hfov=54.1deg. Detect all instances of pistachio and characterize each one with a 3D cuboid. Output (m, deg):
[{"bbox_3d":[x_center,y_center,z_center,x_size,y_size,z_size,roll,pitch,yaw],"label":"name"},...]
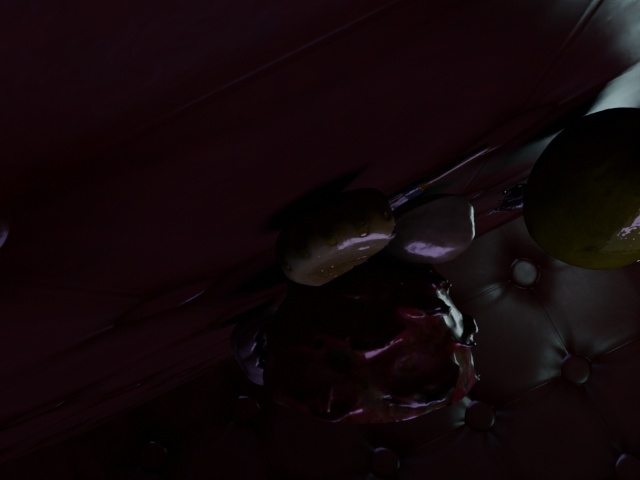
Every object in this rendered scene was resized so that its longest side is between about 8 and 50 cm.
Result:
[{"bbox_3d":[0.165,-0.018,0.991,0.185,0.108,0.126,-14,142,-26],"label":"pistachio"}]

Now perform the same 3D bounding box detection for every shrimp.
[{"bbox_3d":[0.467,-0.104,1.499,0.165,0.065,0.057,-23,140,13],"label":"shrimp"}]

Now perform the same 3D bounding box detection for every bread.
[{"bbox_3d":[0.000,0.000,0.680,0.094,0.083,0.157,-17,166,-32],"label":"bread"}]

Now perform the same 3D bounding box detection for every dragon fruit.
[{"bbox_3d":[0.077,0.130,1.050,0.370,0.249,0.386,4,-165,25],"label":"dragon fruit"}]

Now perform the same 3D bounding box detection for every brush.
[{"bbox_3d":[0.156,-0.086,0.860,0.169,0.014,0.043,-30,169,16],"label":"brush"}]

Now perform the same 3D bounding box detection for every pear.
[{"bbox_3d":[0.458,-0.083,1.001,0.252,0.253,0.307,-25,156,-7],"label":"pear"}]

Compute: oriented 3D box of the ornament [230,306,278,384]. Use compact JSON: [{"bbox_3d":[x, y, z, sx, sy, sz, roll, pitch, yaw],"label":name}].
[{"bbox_3d":[-0.115,0.238,1.441,0.177,0.178,0.177,-26,171,-4],"label":"ornament"}]
